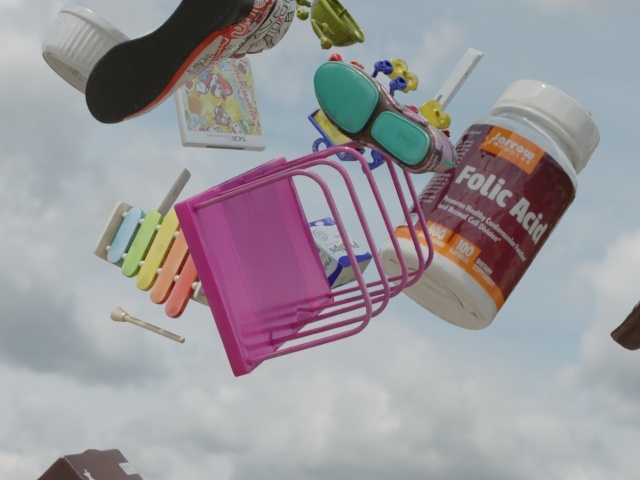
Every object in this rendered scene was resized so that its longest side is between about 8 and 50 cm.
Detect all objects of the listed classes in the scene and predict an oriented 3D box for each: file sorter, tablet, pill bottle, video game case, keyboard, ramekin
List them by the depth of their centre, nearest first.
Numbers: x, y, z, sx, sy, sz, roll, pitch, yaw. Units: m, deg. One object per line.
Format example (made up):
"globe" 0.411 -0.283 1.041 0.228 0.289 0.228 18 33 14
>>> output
"file sorter" 0.000 0.000 1.410 0.182 0.202 0.290 -17 7 23
"tablet" -0.234 -0.077 1.941 0.006 0.083 0.054 31 -6 9
"pill bottle" 0.292 -0.065 2.033 0.224 0.392 0.224 33 -16 11
"ramekin" -0.456 -0.364 2.402 0.207 0.109 0.207 32 -14 9
"keyboard" 0.243 -0.282 2.458 0.014 0.256 0.072 34 5 -18
"video game case" -0.226 -0.307 2.642 0.206 0.227 0.026 1 -19 -37

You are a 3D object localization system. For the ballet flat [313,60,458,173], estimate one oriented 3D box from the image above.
"ballet flat" 0.077 -0.137 1.420 0.221 0.077 0.079 40 12 38

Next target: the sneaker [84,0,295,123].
"sneaker" -0.148 -0.223 1.433 0.270 0.090 0.145 -36 -15 28

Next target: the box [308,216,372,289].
"box" 0.017 0.026 2.519 0.137 0.072 0.126 43 29 19

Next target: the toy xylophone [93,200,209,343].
"toy xylophone" -0.284 0.052 2.184 0.322 0.236 0.081 9 -16 39

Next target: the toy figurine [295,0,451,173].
"toy figurine" 0.027 -0.237 2.091 0.217 0.362 0.191 -47 -16 32

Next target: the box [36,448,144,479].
"box" -0.429 0.486 1.791 0.143 0.381 0.191 45 6 15

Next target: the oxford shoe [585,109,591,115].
"oxford shoe" 0.383 -0.151 2.299 0.130 0.348 0.123 36 -33 4

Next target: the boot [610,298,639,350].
"boot" 0.585 0.088 1.914 0.248 0.090 0.207 5 -50 -42
